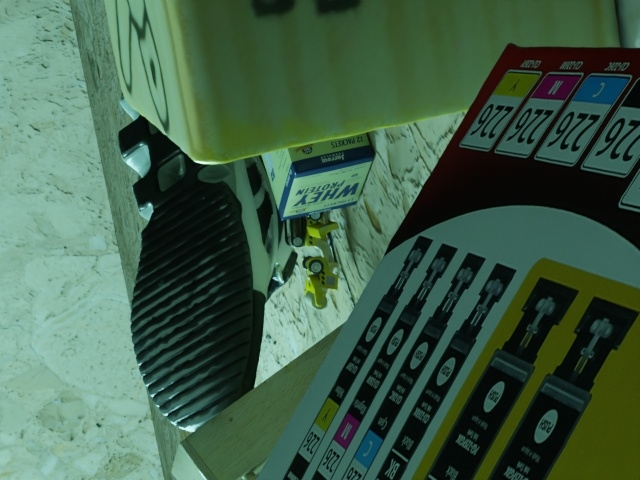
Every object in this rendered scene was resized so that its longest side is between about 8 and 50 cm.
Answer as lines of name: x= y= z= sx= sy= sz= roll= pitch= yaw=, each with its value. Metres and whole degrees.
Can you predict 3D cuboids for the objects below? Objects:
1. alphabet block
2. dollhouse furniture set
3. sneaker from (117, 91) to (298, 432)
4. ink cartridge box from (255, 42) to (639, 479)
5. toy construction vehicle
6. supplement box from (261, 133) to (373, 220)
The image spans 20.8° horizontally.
alphabet block: x=0.000 y=-0.160 z=0.768 sx=0.192 sy=0.193 sz=0.197 roll=-136 pitch=35 yaw=-70
dollhouse furniture set: x=0.036 y=0.197 z=1.201 sx=0.242 sy=0.161 sz=0.212 roll=51 pitch=162 yaw=10
sneaker: x=-0.066 y=0.008 z=1.365 sx=0.146 sy=0.122 sz=0.330 roll=32 pitch=-138 yaw=-44
ink cartridge box: x=0.087 y=0.094 z=0.467 sx=0.272 sy=0.130 sz=0.309 roll=-60 pitch=16 yaw=-2
toy construction vehicle: x=0.000 y=0.000 z=1.296 sx=0.086 sy=0.035 sz=0.098 roll=-172 pitch=78 yaw=-75
supplement box: x=-0.007 y=-0.071 z=1.193 sx=0.083 sy=0.056 sz=0.083 roll=108 pitch=146 yaw=-67
